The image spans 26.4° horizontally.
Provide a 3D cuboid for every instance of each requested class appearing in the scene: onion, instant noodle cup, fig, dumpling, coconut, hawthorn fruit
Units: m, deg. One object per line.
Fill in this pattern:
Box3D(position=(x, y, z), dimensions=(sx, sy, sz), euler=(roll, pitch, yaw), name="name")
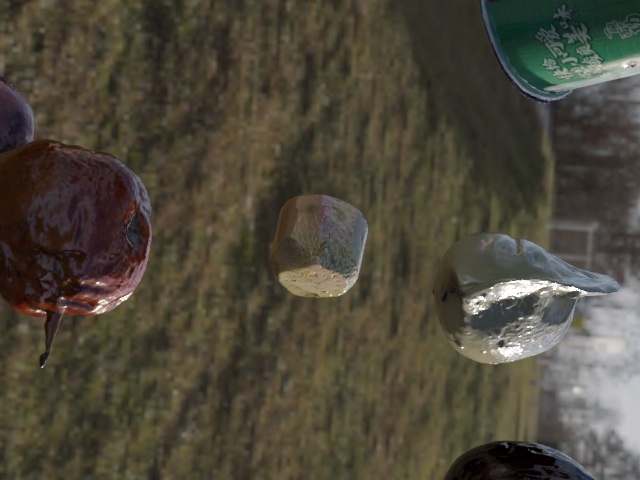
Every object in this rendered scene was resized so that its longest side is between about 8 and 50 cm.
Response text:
Box3D(position=(-0.522, -0.174, 2.176), dimensions=(0.159, 0.195, 0.159), euler=(-37, 148, -28), name="onion")
Box3D(position=(0.299, -0.267, 1.355), dimensions=(0.251, 0.190, 0.251), euler=(2, 87, -51), name="instant noodle cup")
Box3D(position=(0.255, 0.309, 1.554), dimensions=(0.186, 0.249, 0.203), euler=(23, 42, -48), name="fig")
Box3D(position=(0.251, 0.073, 1.661), dimensions=(0.243, 0.227, 0.175), euler=(-83, 168, -66), name="dumpling")
Box3D(position=(0.000, 0.000, 1.703), dimensions=(0.116, 0.116, 0.122), euler=(83, 13, -56), name="coconut")
Box3D(position=(-0.280, 0.018, 1.478), dimensions=(0.207, 0.207, 0.243), euler=(65, 26, -76), name="hawthorn fruit")
